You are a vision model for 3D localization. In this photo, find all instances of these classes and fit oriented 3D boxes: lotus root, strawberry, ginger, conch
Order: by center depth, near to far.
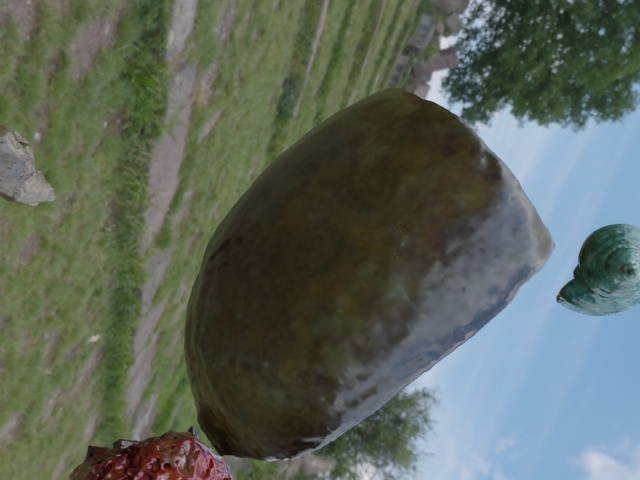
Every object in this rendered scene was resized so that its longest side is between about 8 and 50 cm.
[{"bbox_3d":[-0.009,0.025,0.431,0.314,0.142,0.210,-40,-161,16],"label":"lotus root"},{"bbox_3d":[-0.189,0.304,0.603,0.184,0.187,0.201,102,-8,-46],"label":"strawberry"},{"bbox_3d":[-0.494,-0.126,0.709,0.166,0.333,0.080,-48,-144,35],"label":"ginger"},{"bbox_3d":[0.544,0.062,1.064,0.196,0.134,0.202,-47,146,2],"label":"conch"}]
